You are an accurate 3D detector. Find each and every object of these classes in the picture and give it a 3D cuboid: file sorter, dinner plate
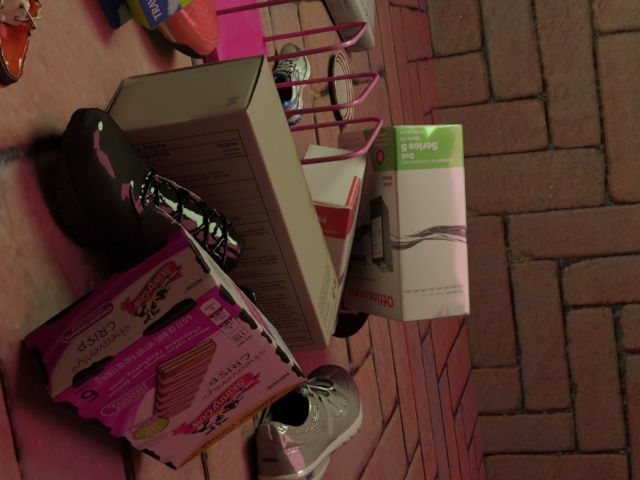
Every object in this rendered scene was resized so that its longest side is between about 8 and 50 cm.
[{"bbox_3d":[-0.032,-0.256,1.290,0.202,0.182,0.291,-61,142,-65],"label":"file sorter"},{"bbox_3d":[0.039,-0.286,1.861,0.141,0.017,0.141,-6,90,-73],"label":"dinner plate"}]

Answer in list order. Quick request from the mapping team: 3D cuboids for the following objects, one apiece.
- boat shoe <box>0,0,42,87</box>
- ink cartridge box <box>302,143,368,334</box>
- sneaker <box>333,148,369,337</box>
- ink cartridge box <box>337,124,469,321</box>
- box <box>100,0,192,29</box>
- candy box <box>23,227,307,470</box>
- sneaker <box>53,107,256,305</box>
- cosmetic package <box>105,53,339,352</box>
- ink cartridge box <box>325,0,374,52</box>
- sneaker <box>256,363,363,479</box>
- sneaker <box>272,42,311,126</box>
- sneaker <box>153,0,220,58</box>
[{"bbox_3d":[-0.242,-0.189,0.781,0.049,0.043,0.137,37,50,-72],"label":"boat shoe"},{"bbox_3d":[0.000,0.000,1.370,0.158,0.092,0.218,-71,169,-56],"label":"ink cartridge box"},{"bbox_3d":[0.041,0.008,1.608,0.121,0.111,0.300,37,53,-81],"label":"sneaker"},{"bbox_3d":[0.117,-0.027,1.441,0.198,0.114,0.273,-174,-99,-67],"label":"ink cartridge box"},{"bbox_3d":[-0.143,-0.291,0.968,0.178,0.042,0.109,-40,137,-17],"label":"box"},{"bbox_3d":[-0.124,0.105,0.865,0.071,0.159,0.233,55,0,30],"label":"candy box"},{"bbox_3d":[-0.143,-0.012,0.912,0.286,0.130,0.109,66,26,-45],"label":"sneaker"},{"bbox_3d":[-0.095,-0.024,1.034,0.113,0.160,0.309,-78,157,-50],"label":"cosmetic package"},{"bbox_3d":[0.042,-0.572,1.888,0.303,0.072,0.307,51,34,-61],"label":"ink cartridge box"},{"bbox_3d":[-0.012,0.228,1.332,0.281,0.105,0.115,-55,137,-66],"label":"sneaker"},{"bbox_3d":[-0.048,-0.241,1.474,0.058,0.052,0.135,45,41,-60],"label":"sneaker"},{"bbox_3d":[-0.138,-0.344,1.032,0.116,0.136,0.314,-64,145,-60],"label":"sneaker"}]
